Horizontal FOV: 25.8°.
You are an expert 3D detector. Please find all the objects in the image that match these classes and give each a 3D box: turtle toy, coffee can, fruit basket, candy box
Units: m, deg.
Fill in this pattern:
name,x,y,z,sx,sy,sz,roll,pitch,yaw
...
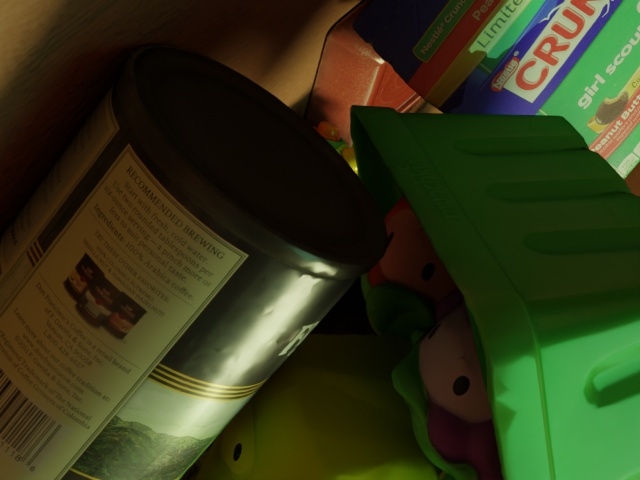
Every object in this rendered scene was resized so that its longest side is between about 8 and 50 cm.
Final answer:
name,x,y,z,sx,sy,sz,roll,pitch,yaw
turtle toy,-0.013,-0.069,1.295,0.095,0.066,0.130,-20,169,-7
coffee can,-0.119,0.039,0.924,0.275,0.201,0.201,-49,169,22
fruit basket,0.059,0.092,0.989,0.392,0.392,0.283,-37,127,-39
candy box,0.219,-0.197,1.194,0.268,0.122,0.317,-51,141,11

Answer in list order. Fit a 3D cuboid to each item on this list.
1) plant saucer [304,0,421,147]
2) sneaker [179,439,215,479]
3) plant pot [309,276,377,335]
name,x,y,z,sx,sy,sz,roll,pitch,yaw
plant saucer,0.095,-0.190,1.311,0.259,0.048,0.258,-42,169,-21
sneaker,-0.100,0.121,1.259,0.105,0.147,0.295,-21,135,-26
plant pot,0.035,0.006,1.424,0.215,0.215,0.230,-55,-168,42
